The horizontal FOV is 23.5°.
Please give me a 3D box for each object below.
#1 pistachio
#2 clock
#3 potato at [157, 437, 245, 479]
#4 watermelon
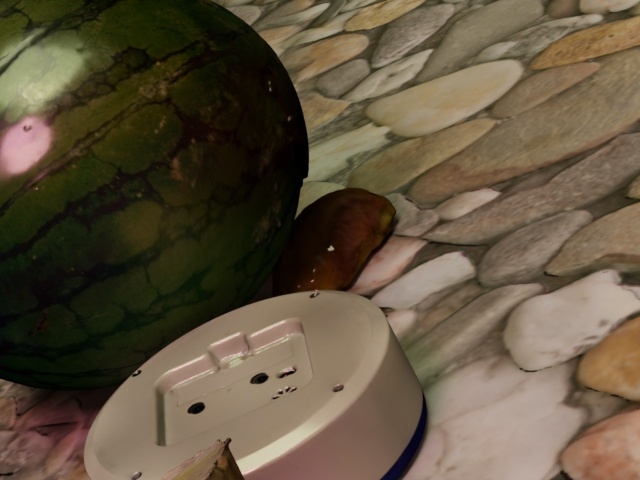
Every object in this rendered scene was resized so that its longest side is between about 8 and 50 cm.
[{"bbox_3d":[0.000,0.000,1.308,0.089,0.049,0.173,-9,28,36],"label":"pistachio"},{"bbox_3d":[-0.046,0.125,1.055,0.230,0.083,0.230,-20,22,9],"label":"clock"},{"bbox_3d":[-0.131,0.241,0.838,0.299,0.116,0.239,-39,7,4],"label":"potato"},{"bbox_3d":[-0.188,-0.048,1.246,0.363,0.363,0.363,-21,24,10],"label":"watermelon"}]
